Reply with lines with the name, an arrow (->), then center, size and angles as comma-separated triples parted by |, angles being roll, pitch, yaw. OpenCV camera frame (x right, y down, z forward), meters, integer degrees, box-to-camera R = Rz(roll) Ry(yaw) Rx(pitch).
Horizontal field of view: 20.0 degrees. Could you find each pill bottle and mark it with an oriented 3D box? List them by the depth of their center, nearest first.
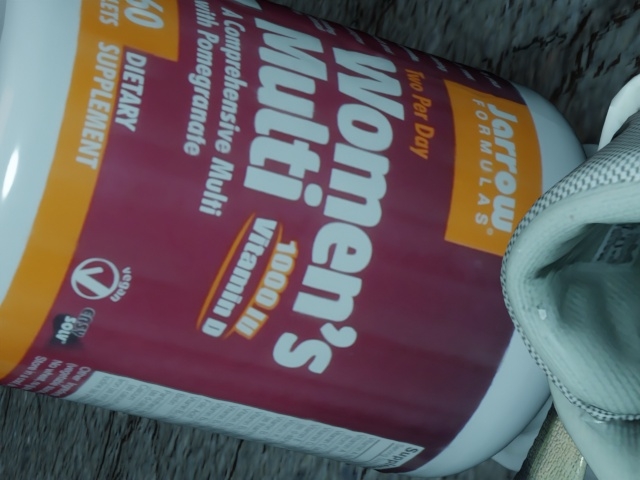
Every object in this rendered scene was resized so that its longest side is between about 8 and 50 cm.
pill bottle -> 0.000, 0.000, 0.514 | 0.121, 0.221, 0.121 | -48, 34, 49

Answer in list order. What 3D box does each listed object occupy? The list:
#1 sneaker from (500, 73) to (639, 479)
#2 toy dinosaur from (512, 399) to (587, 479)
sneaker -> 0.108, -0.016, 0.352 | 0.330, 0.146, 0.122 | -88, 18, -48
toy dinosaur -> 0.055, 0.136, 0.466 | 0.118, 0.064, 0.268 | 51, 148, 24
